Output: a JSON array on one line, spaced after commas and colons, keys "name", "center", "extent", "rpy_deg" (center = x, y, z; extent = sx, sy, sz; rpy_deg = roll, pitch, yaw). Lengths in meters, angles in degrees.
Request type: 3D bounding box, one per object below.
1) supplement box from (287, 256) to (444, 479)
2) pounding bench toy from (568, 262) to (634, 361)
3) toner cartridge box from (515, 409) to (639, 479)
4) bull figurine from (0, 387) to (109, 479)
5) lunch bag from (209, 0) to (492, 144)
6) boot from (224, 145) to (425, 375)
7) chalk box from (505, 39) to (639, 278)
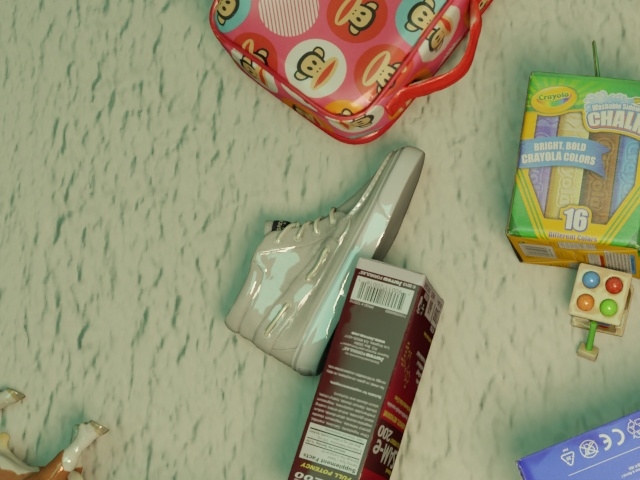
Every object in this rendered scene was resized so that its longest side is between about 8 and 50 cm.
[{"name": "supplement box", "center": [0.046, 0.149, 1.485], "extent": [0.073, 0.130, 0.239], "rpy_deg": [16, 81, 16]}, {"name": "pounding bench toy", "center": [0.269, 0.072, 1.485], "extent": [0.052, 0.065, 0.083], "rpy_deg": [13, 79, 16]}, {"name": "toner cartridge box", "center": [0.357, 0.175, 1.385], "extent": [0.347, 0.165, 0.075], "rpy_deg": [-23, 71, 7]}, {"name": "bull figurine", "center": [-0.311, 0.255, 1.560], "extent": [0.310, 0.101, 0.188], "rpy_deg": [22, 78, 16]}, {"name": "lunch bag", "center": [0.058, -0.255, 1.594], "extent": [0.258, 0.120, 0.293], "rpy_deg": [38, 86, 19]}, {"name": "boot", "center": [0.000, 0.000, 1.552], "extent": [0.123, 0.095, 0.258], "rpy_deg": [27, 84, 12]}, {"name": "chalk box", "center": [0.267, -0.085, 1.492], "extent": [0.132, 0.132, 0.213], "rpy_deg": [8, 79, 16]}]
